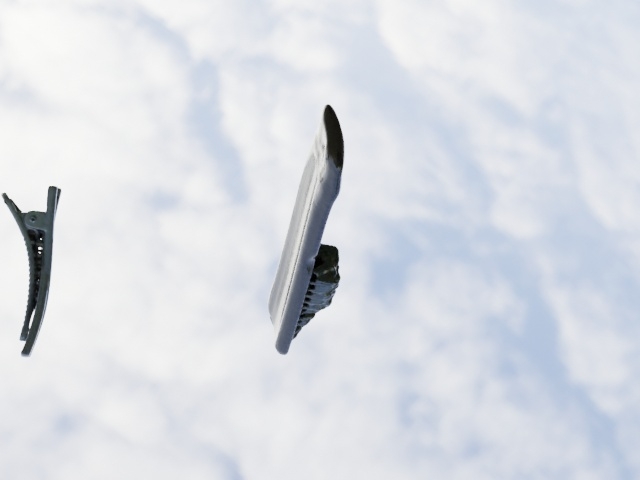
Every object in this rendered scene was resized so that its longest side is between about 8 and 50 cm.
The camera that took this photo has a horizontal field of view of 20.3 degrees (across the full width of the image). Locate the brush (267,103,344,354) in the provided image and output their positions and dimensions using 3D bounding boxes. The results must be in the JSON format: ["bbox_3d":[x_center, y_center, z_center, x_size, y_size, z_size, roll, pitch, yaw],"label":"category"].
[{"bbox_3d":[0.000,0.000,0.832,0.028,0.190,0.034,-4,-119,-11],"label":"brush"}]

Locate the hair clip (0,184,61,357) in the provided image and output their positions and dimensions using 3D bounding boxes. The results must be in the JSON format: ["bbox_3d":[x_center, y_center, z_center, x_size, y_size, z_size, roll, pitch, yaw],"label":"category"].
[{"bbox_3d":[-0.195,0.020,1.184,0.039,0.030,0.115,3,-95,1],"label":"hair clip"}]
